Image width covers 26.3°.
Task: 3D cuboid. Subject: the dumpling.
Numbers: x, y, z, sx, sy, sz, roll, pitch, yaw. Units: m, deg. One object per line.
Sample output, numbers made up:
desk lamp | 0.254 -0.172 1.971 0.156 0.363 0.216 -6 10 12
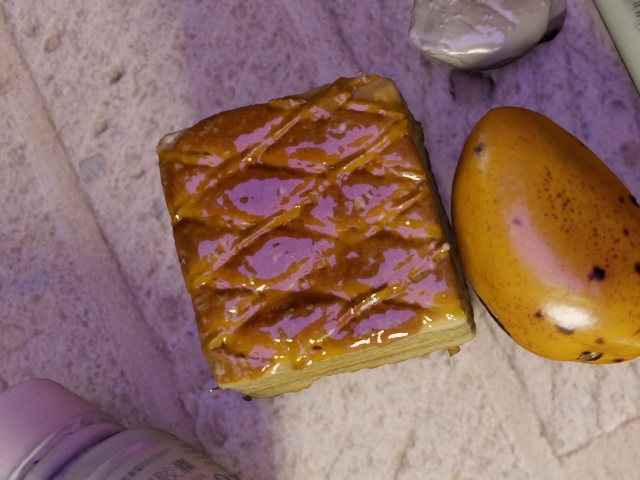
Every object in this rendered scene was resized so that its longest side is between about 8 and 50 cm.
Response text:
dumpling | 0.180 -0.259 1.487 0.176 0.092 0.150 -14 81 8

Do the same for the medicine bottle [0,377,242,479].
medicine bottle | -0.215 0.307 1.395 0.325 0.256 0.256 31 88 23

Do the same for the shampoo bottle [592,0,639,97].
shampoo bottle | 0.341 -0.248 1.458 0.085 0.085 0.262 -24 76 7

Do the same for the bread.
bread | 0.000 0.000 1.425 0.279 0.207 0.279 -14 78 10

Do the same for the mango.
mango | 0.233 0.001 1.382 0.191 0.160 0.290 -33 88 -9
